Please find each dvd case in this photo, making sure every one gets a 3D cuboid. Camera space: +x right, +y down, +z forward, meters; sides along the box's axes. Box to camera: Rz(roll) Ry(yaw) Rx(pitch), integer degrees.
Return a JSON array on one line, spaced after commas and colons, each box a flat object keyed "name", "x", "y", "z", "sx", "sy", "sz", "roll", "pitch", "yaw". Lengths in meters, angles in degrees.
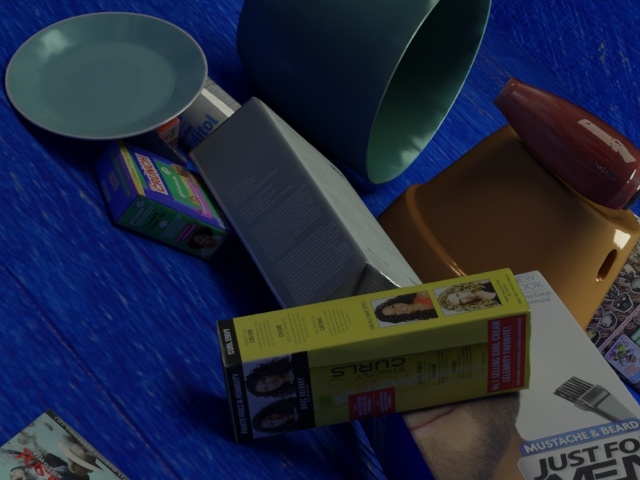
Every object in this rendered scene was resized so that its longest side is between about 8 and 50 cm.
[{"name": "dvd case", "x": -0.163, "y": 0.155, "z": 0.767, "sx": 0.087, "sy": 0.013, "sz": 0.119, "roll": 41, "pitch": 20, "yaw": 3}]

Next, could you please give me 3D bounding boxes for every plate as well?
[{"name": "plate", "x": -0.200, "y": -0.151, "z": 1.188, "sx": 0.188, "sy": 0.024, "sz": 0.188, "roll": 1, "pitch": 46, "yaw": -1}]

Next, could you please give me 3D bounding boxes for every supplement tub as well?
[{"name": "supplement tub", "x": -0.116, "y": -0.125, "z": 1.332, "sx": 0.107, "sy": 0.071, "sz": 0.071, "roll": 40, "pitch": 21, "yaw": 4}]

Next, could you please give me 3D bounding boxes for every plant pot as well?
[{"name": "plant pot", "x": 0.039, "y": -0.251, "z": 1.578, "sx": 0.235, "sy": 0.293, "sz": 0.293, "roll": 30, "pitch": 18, "yaw": 17}, {"name": "plant pot", "x": 0.236, "y": -0.003, "z": 1.497, "sx": 0.291, "sy": 0.203, "sz": 0.291, "roll": 33, "pitch": 23, "yaw": -16}]

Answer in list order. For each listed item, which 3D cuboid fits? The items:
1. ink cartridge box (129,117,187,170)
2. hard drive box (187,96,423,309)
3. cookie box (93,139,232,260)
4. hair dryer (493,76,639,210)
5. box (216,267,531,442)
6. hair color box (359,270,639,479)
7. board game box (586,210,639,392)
[{"name": "ink cartridge box", "x": -0.161, "y": -0.107, "z": 1.231, "sx": 0.029, "sy": 0.063, "sz": 0.115, "roll": -40, "pitch": 76, "yaw": -25}, {"name": "hard drive box", "x": 0.000, "y": 0.000, "z": 1.192, "sx": 0.181, "sy": 0.089, "sz": 0.232, "roll": 38, "pitch": 15, "yaw": -52}, {"name": "cookie box", "x": -0.144, "y": -0.038, "z": 1.150, "sx": 0.107, "sy": 0.040, "sz": 0.092, "roll": 23, "pitch": 26, "yaw": -38}, {"name": "hair dryer", "x": 0.303, "y": -0.092, "z": 1.441, "sx": 0.293, "sy": 0.080, "sz": 0.223, "roll": 33, "pitch": 6, "yaw": -33}, {"name": "box", "x": 0.041, "y": 0.088, "z": 0.965, "sx": 0.232, "sy": 0.087, "sz": 0.058, "roll": -9, "pitch": 37, "yaw": -7}, {"name": "hair color box", "x": 0.158, "y": 0.175, "z": 0.996, "sx": 0.185, "sy": 0.110, "sz": 0.339, "roll": -12, "pitch": 36, "yaw": -13}, {"name": "board game box", "x": 0.489, "y": 0.121, "z": 1.756, "sx": 0.291, "sy": 0.141, "sz": 0.232, "roll": 38, "pitch": 21, "yaw": -3}]
